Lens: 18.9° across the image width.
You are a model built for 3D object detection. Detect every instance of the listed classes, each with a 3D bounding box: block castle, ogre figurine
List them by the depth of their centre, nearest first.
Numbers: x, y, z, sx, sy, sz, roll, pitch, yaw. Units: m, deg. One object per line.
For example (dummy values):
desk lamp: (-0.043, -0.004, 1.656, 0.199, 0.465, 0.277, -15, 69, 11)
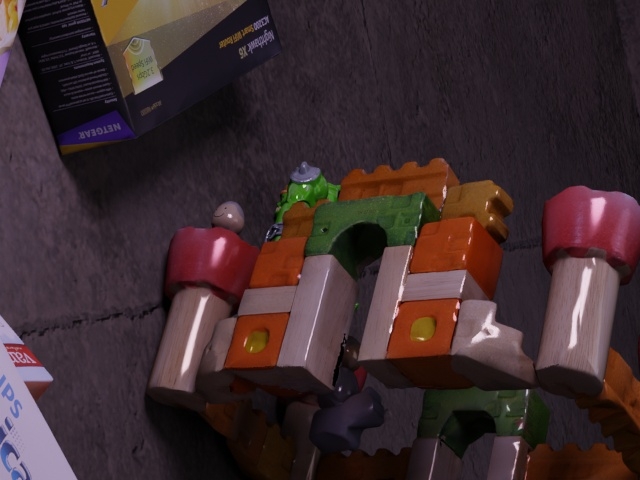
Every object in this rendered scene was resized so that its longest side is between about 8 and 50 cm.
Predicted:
block castle: (0.100, 0.086, 1.668, 0.303, 0.453, 0.213, 47, 47, -45)
ogre figurine: (0.000, 0.000, 1.895, 0.197, 0.097, 0.118, 25, 69, -45)

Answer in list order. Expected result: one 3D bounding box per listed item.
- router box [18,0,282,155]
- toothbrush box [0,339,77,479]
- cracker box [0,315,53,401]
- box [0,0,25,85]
router box: (-0.160, -0.235, 1.683, 0.309, 0.081, 0.243, -41, 117, -60)
toothbrush box: (-0.283, 0.162, 1.043, 0.216, 0.295, 0.126, 67, 29, -25)
cracker box: (-0.294, 0.030, 1.194, 0.232, 0.067, 0.156, 46, 17, 23)
box: (-0.277, -0.130, 1.427, 0.063, 0.067, 0.324, 50, 39, -43)
